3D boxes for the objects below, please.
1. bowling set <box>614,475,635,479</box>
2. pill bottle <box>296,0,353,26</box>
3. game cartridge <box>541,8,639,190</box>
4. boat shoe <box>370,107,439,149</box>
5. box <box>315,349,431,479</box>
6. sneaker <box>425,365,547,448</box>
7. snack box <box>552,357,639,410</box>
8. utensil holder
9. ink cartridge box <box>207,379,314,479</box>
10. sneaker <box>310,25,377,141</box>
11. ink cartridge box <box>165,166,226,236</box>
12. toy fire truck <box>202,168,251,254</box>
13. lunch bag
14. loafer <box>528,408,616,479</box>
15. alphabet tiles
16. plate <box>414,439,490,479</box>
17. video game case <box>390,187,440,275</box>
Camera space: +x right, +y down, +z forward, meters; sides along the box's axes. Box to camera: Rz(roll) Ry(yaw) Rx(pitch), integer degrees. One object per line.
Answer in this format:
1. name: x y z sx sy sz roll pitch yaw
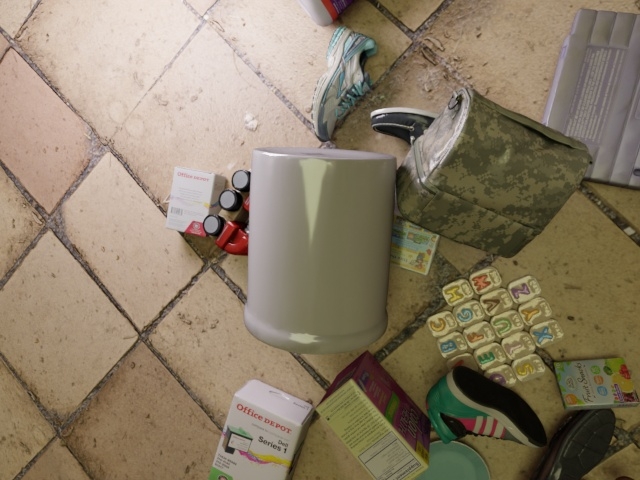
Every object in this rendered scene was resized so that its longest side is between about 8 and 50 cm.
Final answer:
1. bowling set: 0.742 0.550 0.926 0.200 0.154 0.286 34 103 30
2. pill bottle: 0.066 -0.680 1.019 0.323 0.181 0.181 -40 82 14
3. game cartridge: 0.621 -0.304 0.948 0.231 0.068 0.354 15 96 18
4. boat shoe: 0.261 -0.243 1.020 0.303 0.114 0.091 11 90 15
5. box: 0.134 0.414 1.031 0.117 0.214 0.243 -43 81 13
6. sneaker: 0.361 0.419 1.019 0.296 0.123 0.178 34 127 -11
7. snack box: 0.603 0.317 0.963 0.141 0.037 0.100 -9 51 16
8. utensil holder: 0.000 0.000 0.956 0.328 0.327 0.384 8 106 15
9. ink cartridge box: -0.159 0.549 1.167 0.202 0.117 0.277 19 97 14
10. sneaker: 0.060 -0.377 1.074 0.122 0.110 0.282 17 97 11
11. ink cartridge box: -0.344 -0.107 1.213 0.128 0.072 0.174 13 96 15
12. toy fire truck: -0.140 -0.034 1.137 0.246 0.159 0.217 40 101 21
13. lunch bag: 0.339 -0.138 0.881 0.306 0.212 0.256 22 132 -10
14. loafer: 0.542 0.489 0.984 0.109 0.095 0.302 34 85 -13
15. alphabet tiles: 0.413 0.211 1.046 0.278 0.021 0.283 -26 86 15
16. plate: 0.322 0.584 1.085 0.189 0.024 0.187 1 93 14
17. video game case: 0.188 -0.042 1.095 0.227 0.026 0.206 17 97 13
